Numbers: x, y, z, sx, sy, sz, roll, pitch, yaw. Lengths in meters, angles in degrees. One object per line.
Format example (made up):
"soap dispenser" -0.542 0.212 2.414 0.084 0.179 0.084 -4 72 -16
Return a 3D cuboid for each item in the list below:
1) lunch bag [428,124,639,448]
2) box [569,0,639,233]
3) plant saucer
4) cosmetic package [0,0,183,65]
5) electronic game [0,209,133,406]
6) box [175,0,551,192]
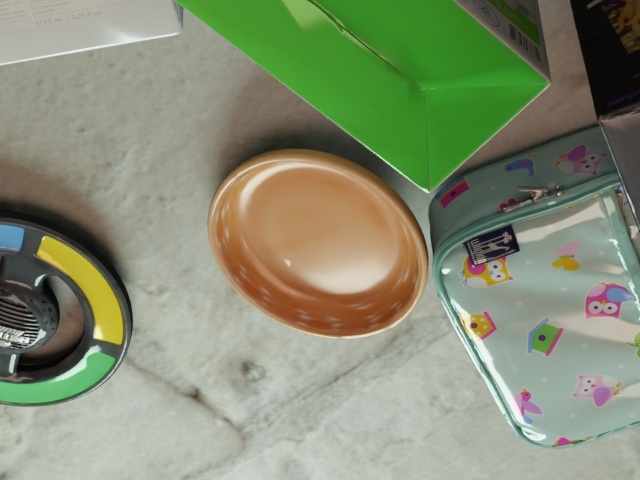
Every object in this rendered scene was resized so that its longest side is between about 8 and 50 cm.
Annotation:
"lunch bag" 0.230 0.043 1.184 0.224 0.108 0.279 -19 123 16
"box" 0.270 -0.116 0.964 0.143 0.270 0.165 -19 124 17
"plant saucer" 0.000 0.000 1.186 0.200 0.037 0.200 12 131 14
"cosmetic package" -0.309 -0.260 0.972 0.377 0.097 0.284 -9 128 0
"electronic game" -0.289 0.067 1.269 0.229 0.048 0.229 1 127 2
"box" 0.021 -0.204 0.938 0.262 0.231 0.127 35 120 -21
